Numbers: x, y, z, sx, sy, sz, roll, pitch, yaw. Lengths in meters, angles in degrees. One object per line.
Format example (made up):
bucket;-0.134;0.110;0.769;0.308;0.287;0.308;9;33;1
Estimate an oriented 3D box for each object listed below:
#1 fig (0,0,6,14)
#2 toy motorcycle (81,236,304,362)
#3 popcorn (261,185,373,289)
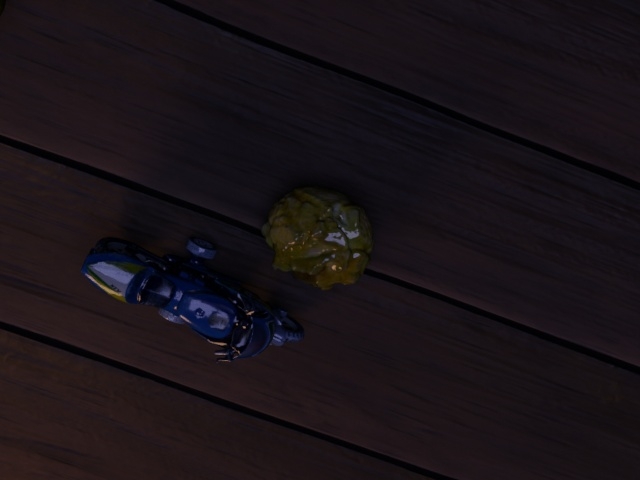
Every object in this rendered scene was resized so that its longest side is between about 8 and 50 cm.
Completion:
fig;-0.416;-0.224;1.673;0.206;0.206;0.275;8;129;-6
toy motorcycle;-0.130;0.063;1.787;0.254;0.135;0.092;24;104;-11
popcorn;0.000;0.000;1.793;0.116;0.106;0.120;-30;107;-4
